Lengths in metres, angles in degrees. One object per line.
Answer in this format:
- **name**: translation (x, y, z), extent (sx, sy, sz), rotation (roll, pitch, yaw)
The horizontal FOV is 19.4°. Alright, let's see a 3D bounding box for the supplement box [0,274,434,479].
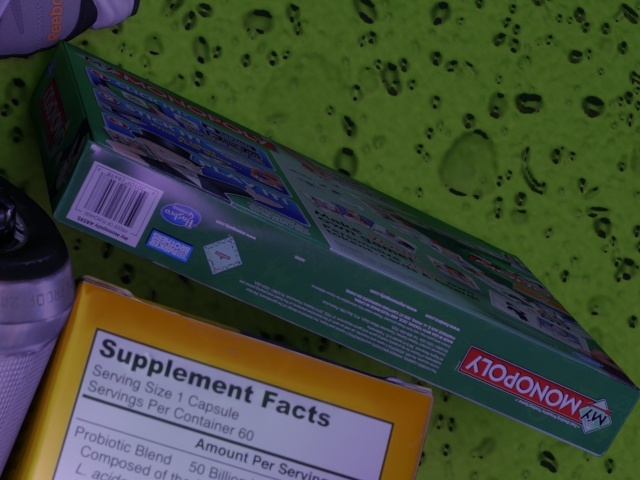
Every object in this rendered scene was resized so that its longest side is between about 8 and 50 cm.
- **supplement box**: translation (-0.102, 0.224, 0.951), extent (0.194, 0.195, 0.356), rotation (20, 74, -16)

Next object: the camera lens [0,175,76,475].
- **camera lens**: translation (-0.253, 0.077, 0.862), extent (0.219, 0.219, 0.274), rotation (20, 104, -16)

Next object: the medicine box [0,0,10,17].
- **medicine box**: translation (-0.258, -0.211, 0.832), extent (0.289, 0.149, 0.263), rotation (28, 30, -15)

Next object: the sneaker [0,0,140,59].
- **sneaker**: translation (-0.201, -0.224, 1.031), extent (0.108, 0.100, 0.271), rotation (-31, 107, -13)

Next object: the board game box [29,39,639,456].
- **board game box**: translation (0.000, 0.000, 1.015), extent (0.317, 0.213, 0.046), rotation (25, 101, -18)
